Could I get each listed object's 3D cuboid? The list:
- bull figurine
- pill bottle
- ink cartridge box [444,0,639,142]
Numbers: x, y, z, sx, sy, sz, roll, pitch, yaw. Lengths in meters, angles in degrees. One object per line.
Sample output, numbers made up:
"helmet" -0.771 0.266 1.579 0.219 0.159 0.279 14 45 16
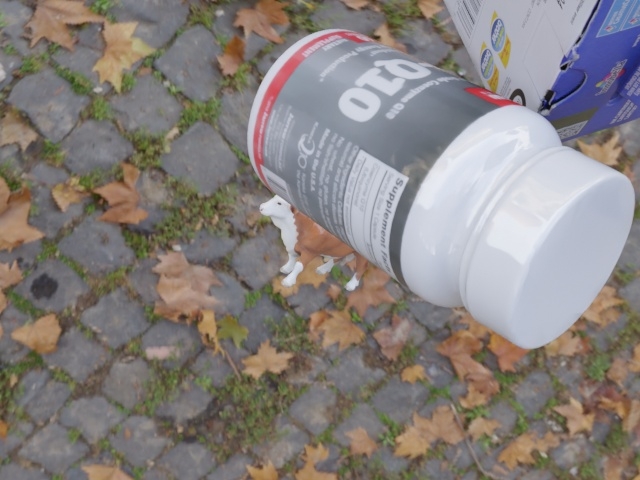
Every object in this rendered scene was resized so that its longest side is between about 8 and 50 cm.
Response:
"bull figurine" 0.000 0.000 1.568 0.310 0.101 0.188 9 115 -38
"pill bottle" 0.084 -0.050 0.598 0.161 0.283 0.161 -26 134 -31
"ink cartridge box" 0.196 -0.255 0.614 0.151 0.270 0.396 -18 73 -4
